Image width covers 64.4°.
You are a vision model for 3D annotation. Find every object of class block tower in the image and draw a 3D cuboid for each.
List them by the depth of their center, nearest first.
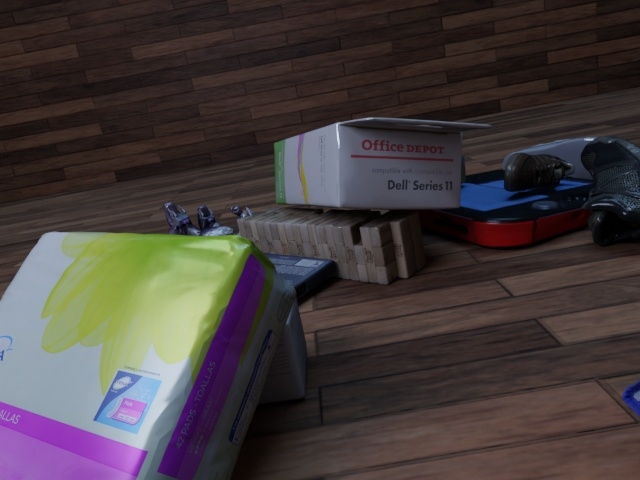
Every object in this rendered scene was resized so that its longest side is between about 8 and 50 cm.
[{"bbox_3d":[0.000,0.000,0.847,0.336,0.097,0.091,2,20,40],"label":"block tower"}]

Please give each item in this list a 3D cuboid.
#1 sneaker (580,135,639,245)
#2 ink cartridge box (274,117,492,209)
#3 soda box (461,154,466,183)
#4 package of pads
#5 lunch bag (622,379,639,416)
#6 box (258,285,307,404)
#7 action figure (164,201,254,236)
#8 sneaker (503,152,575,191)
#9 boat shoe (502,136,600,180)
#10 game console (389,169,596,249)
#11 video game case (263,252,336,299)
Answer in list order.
[{"bbox_3d":[0.425,-0.076,0.750,0.130,0.087,0.227,-36,27,13],"label":"sneaker"},{"bbox_3d":[0.075,-0.109,0.796,0.207,0.119,0.353,-2,5,-22],"label":"ink cartridge box"},{"bbox_3d":[0.219,-0.119,0.969,0.061,0.058,0.181,2,20,34],"label":"soda box"},{"bbox_3d":[-0.185,0.101,0.439,0.297,0.101,0.229,1,57,31],"label":"package of pads"},{"bbox_3d":[0.295,0.113,0.302,0.129,0.096,0.151,-18,47,-23],"label":"lunch bag"},{"bbox_3d":[-0.070,0.111,0.535,0.101,0.087,0.102,-10,16,4],"label":"box"},{"bbox_3d":[-0.232,-0.015,1.037,0.186,0.099,0.285,-13,19,-27],"label":"action figure"},{"bbox_3d":[0.390,-0.125,0.900,0.071,0.066,0.189,9,21,41],"label":"sneaker"},{"bbox_3d":[0.543,-0.178,1.114,0.088,0.096,0.268,-30,17,-37],"label":"boat shoe"},{"bbox_3d":[0.346,-0.082,0.967,0.342,0.060,0.387,-17,18,-19],"label":"game console"},{"bbox_3d":[-0.134,0.086,0.746,0.196,0.026,0.274,4,26,40],"label":"video game case"}]
